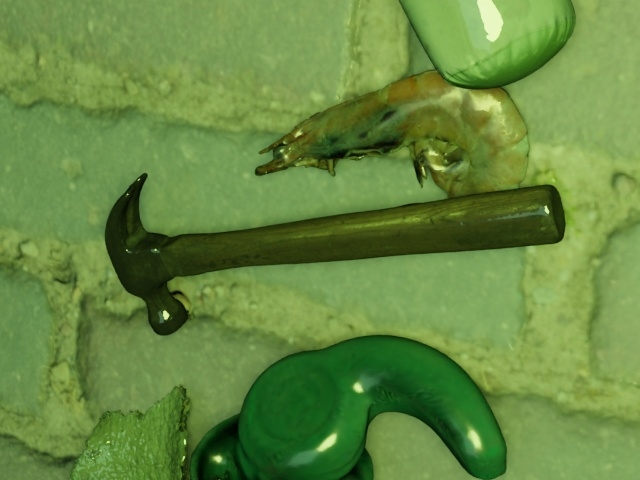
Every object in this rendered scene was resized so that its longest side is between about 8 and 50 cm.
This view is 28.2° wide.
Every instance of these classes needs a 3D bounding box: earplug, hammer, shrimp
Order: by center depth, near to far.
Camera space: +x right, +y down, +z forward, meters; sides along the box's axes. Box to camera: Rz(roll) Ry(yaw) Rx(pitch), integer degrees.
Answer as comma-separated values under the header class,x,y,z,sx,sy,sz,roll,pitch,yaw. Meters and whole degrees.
class,x,y,z,sx,sy,sz,roll,pitch,yaw
hammer,0.197,-0.266,0.942,0.335,0.119,0.206,-29,90,25
shrimp,0.059,-0.064,1.095,0.251,0.052,0.144,-9,105,31
hammer,0.000,0.000,1.120,0.439,0.044,0.168,-6,124,28
earplug,0.011,0.210,1.155,0.257,0.164,0.280,6,123,-10

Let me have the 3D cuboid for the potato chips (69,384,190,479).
class,x,y,z,sx,sy,sz,roll,pitch,yaw
potato chips,-0.195,0.255,1.310,0.228,0.059,0.167,-26,83,36
